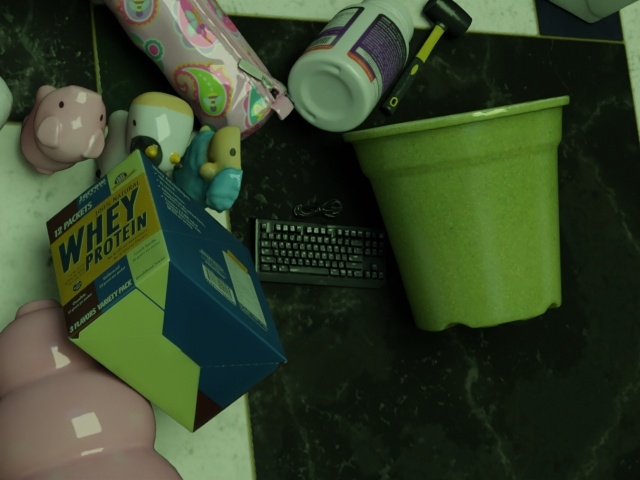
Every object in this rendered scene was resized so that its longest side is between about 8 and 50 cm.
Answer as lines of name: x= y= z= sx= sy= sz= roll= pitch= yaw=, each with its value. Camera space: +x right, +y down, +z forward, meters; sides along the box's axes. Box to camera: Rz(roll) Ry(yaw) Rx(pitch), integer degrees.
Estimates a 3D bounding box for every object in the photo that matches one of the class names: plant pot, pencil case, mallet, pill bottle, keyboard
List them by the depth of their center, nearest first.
pencil case: x=-0.152 y=-0.240 z=1.936 sx=0.124 sy=0.124 sz=0.284 roll=-43 pitch=101 yaw=-30
plant pot: x=0.183 y=-0.029 z=2.011 sx=0.276 sy=0.276 sz=0.253 roll=-12 pitch=95 yaw=-31
keyboard: x=0.000 y=0.000 z=2.018 sx=0.180 sy=0.023 sz=0.108 roll=5 pitch=75 yaw=-29
pill bottle: x=0.044 y=-0.223 z=2.033 sx=0.108 sy=0.108 sz=0.193 roll=47 pitch=41 yaw=-10
mallet: x=0.124 y=-0.244 z=2.146 sx=0.062 sy=0.039 sz=0.189 roll=45 pitch=64 yaw=-11

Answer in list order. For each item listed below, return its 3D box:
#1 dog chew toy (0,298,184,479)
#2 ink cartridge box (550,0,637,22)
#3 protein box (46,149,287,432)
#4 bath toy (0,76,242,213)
dog chew toy: x=-0.255 y=0.221 z=1.724 sx=0.207 sy=0.206 sz=0.331 roll=-9 pitch=74 yaw=-31
ink cartridge box: x=0.367 y=-0.506 z=2.298 sx=0.207 sy=0.119 sz=0.353 roll=25 pitch=66 yaw=-21
protein box: x=-0.164 y=0.053 z=1.758 sx=0.200 sy=0.136 sz=0.201 roll=43 pitch=15 yaw=-37
bath toy: x=-0.262 y=-0.111 z=1.816 sx=0.348 sy=0.151 sz=0.129 roll=13 pitch=39 yaw=-23
